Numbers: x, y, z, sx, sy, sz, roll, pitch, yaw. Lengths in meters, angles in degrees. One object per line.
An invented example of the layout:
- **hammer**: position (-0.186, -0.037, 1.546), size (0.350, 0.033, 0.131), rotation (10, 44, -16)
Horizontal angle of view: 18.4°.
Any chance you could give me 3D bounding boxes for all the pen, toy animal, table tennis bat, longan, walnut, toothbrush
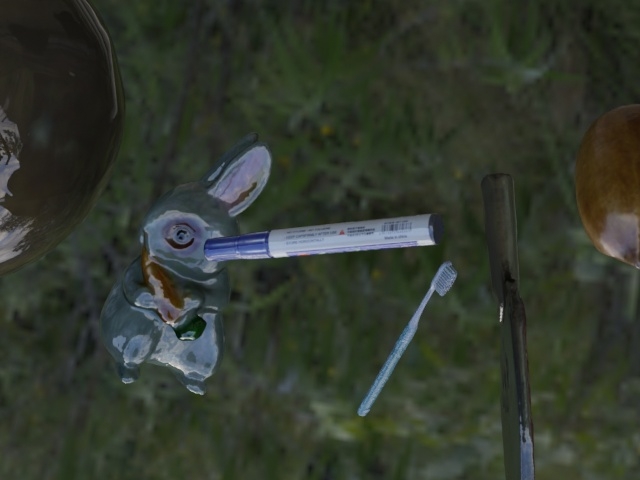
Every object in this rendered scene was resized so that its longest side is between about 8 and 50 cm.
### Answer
- **pen**: position (0.000, 0.000, 1.539), size (0.204, 0.025, 0.025), rotation (-6, 154, 27)
- **toy animal**: position (-0.123, 0.013, 1.712), size (0.108, 0.236, 0.138), rotation (2, -159, -29)
- **table tennis bat**: position (0.116, 0.064, 1.207), size (0.022, 0.234, 0.131), rotation (-3, 151, 1)
- **longan**: position (-0.372, -0.123, 1.801), size (0.404, 0.336, 0.404), rotation (1, 163, 0)
- **walnut**: position (0.288, -0.045, 1.798), size (0.115, 0.207, 0.116), rotation (4, 129, 4)
- **toothbrush**: position (0.067, 0.080, 1.548), size (0.011, 0.014, 0.167), rotation (-8, 138, -42)
